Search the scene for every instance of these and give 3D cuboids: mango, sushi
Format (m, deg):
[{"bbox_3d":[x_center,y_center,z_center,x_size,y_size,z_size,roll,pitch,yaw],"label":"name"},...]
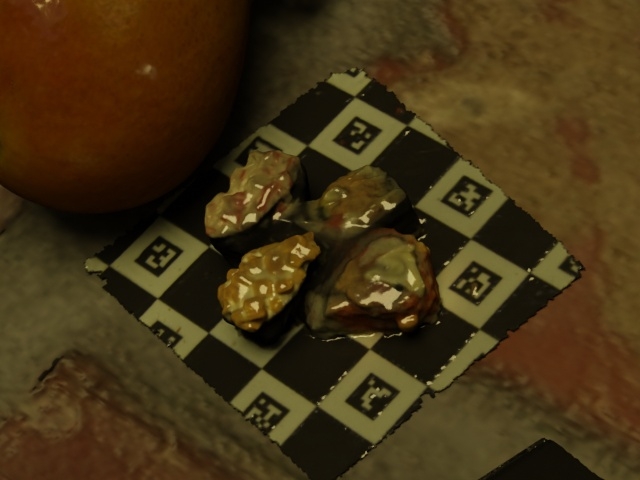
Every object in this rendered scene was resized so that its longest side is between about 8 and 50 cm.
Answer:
[{"bbox_3d":[-0.120,-0.141,1.036,0.139,0.175,0.254,-5,74,51],"label":"mango"},{"bbox_3d":[0.000,0.000,0.992,0.193,0.040,0.210,-39,52,-12],"label":"sushi"}]

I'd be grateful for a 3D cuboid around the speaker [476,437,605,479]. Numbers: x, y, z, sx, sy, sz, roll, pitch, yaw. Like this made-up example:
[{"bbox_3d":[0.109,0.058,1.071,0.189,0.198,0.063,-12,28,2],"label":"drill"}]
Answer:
[{"bbox_3d":[0.038,0.169,0.817,0.218,0.044,0.082,-29,39,-18],"label":"speaker"}]
